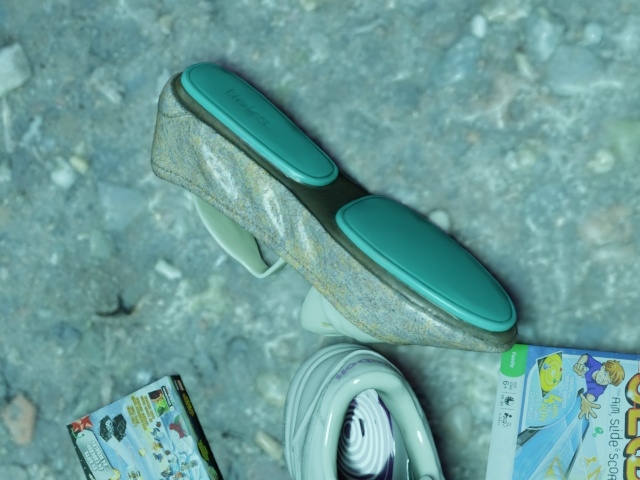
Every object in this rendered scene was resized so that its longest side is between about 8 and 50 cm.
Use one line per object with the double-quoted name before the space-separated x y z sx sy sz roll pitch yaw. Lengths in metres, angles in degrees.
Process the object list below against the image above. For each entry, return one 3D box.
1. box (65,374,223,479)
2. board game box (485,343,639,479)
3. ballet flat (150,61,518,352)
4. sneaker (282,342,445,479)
"box" -0.123 0.181 1.081 0.094 0.027 0.137 -26 80 15
"board game box" 0.176 0.173 0.949 0.136 0.035 0.201 3 74 19
"ballet flat" 0.000 0.000 1.021 0.316 0.107 0.106 41 121 21
"sneaker" 0.028 0.220 0.957 0.114 0.152 0.305 -6 86 -11
